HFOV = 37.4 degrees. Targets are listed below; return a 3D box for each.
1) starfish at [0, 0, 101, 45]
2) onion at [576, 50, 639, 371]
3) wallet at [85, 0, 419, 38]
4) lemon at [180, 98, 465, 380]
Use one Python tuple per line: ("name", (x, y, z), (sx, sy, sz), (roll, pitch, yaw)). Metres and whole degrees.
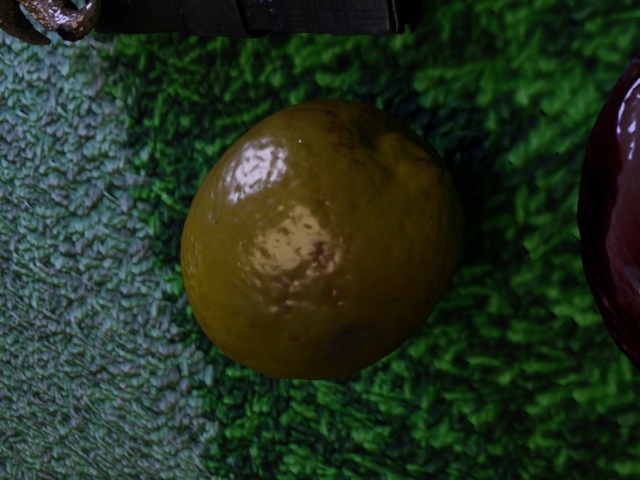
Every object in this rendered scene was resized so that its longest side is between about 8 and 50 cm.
("starfish", (-0.234, -0.230, 0.742), (0.238, 0.071, 0.216), (51, 141, 38))
("onion", (0.214, 0.020, 0.395), (0.272, 0.195, 0.272), (31, 139, 31))
("wallet", (-0.075, -0.222, 0.643), (0.317, 0.044, 0.169), (12, 121, 41))
("lemon", (0.000, 0.000, 0.608), (0.170, 0.170, 0.207), (48, 128, 13))
